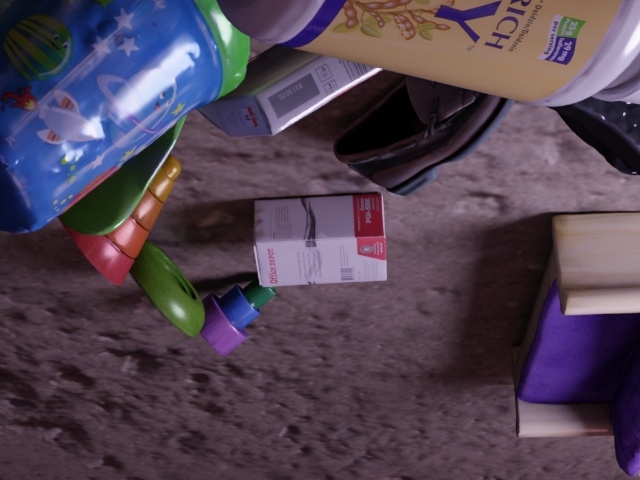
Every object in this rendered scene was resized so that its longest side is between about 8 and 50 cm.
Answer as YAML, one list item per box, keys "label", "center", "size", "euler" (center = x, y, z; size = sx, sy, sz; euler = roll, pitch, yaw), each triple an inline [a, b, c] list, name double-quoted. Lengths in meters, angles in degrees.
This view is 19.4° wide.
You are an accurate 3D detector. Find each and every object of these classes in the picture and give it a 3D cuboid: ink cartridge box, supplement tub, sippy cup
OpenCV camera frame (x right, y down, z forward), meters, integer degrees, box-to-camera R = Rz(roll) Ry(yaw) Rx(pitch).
- label: "ink cartridge box"
  center: [0.000, 0.000, 1.951]
  size: [0.135, 0.056, 0.099]
  euler: [-3, 151, 1]
- label: "supplement tub"
  center: [0.110, -0.229, 1.344]
  size: [0.331, 0.241, 0.241]
  euler: [11, 149, -22]
- label: "ink cartridge box"
  center: [-0.034, -0.131, 1.574]
  size: [0.145, 0.045, 0.179]
  euler: [-33, -168, -25]
- label: "sippy cup"
  center: [-0.210, -0.133, 1.426]
  size: [0.305, 0.224, 0.240]
  euler: [50, 153, -20]

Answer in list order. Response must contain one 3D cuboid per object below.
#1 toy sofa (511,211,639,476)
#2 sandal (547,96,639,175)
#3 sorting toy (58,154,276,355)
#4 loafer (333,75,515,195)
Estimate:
- label: "toy sofa"
  center: [0.310, 0.126, 2.080]
  size: [0.150, 0.177, 0.362]
  euler: [-1, 152, -3]
- label: "sandal"
  center: [0.255, -0.148, 1.615]
  size: [0.445, 0.167, 0.107]
  euler: [30, 173, -27]
- label: "sorting toy"
  center: [-0.139, 0.007, 1.947]
  size: [0.126, 0.127, 0.365]
  euler: [-39, 146, 5]
- label: "loafer"
  center: [0.098, -0.119, 1.706]
  size: [0.084, 0.096, 0.267]
  euler: [16, 149, -19]
